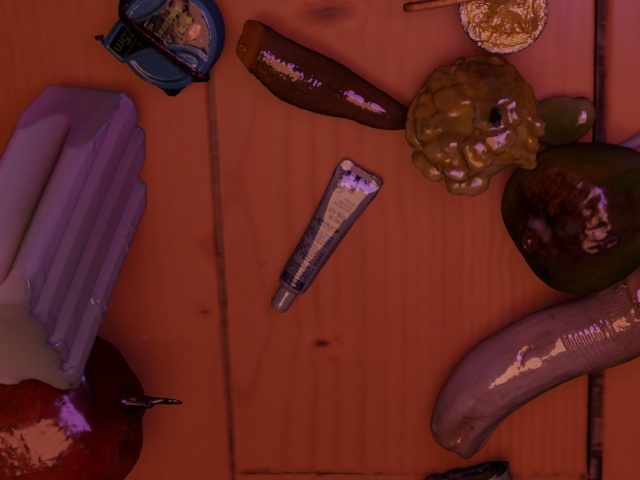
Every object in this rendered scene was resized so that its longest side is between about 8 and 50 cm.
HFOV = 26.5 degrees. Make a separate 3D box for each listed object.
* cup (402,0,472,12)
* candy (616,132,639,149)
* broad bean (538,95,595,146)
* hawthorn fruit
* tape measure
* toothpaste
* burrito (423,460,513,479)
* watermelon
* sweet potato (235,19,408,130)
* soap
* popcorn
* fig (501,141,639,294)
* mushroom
[{"bbox_3d":[0.142,-0.372,1.537,0.264,0.182,0.226,-21,101,19],"label":"cup"},{"bbox_3d":[0.494,-0.181,1.589,0.365,0.124,0.124,-27,101,22],"label":"candy"},{"bbox_3d":[0.293,-0.145,1.642,0.083,0.045,0.063,-14,102,19],"label":"broad bean"},{"bbox_3d":[-0.317,0.237,1.719,0.300,0.254,0.254,-6,105,9],"label":"hawthorn fruit"},{"bbox_3d":[-0.184,-0.252,1.652,0.146,0.081,0.125,39,109,-5],"label":"tape measure"},{"bbox_3d":[0.000,0.000,1.723,0.062,0.037,0.216,31,103,-2],"label":"toothpaste"},{"bbox_3d":[0.215,0.410,1.785,0.144,0.089,0.229,-19,100,15],"label":"burrito"},{"bbox_3d":[0.218,-0.273,1.605,0.105,0.062,0.105,2,100,13],"label":"watermelon"},{"bbox_3d":[0.004,-0.184,1.650,0.244,0.077,0.077,29,107,-11],"label":"sweet potato"},{"bbox_3d":[-0.315,-0.020,1.630,0.115,0.347,0.208,5,143,14],"label":"soap"},{"bbox_3d":[0.185,-0.137,1.592,0.173,0.173,0.142,-13,140,11],"label":"popcorn"},{"bbox_3d":[0.319,-0.036,1.606,0.191,0.181,0.181,-18,103,-8],"label":"fig"},{"bbox_3d":[0.279,0.150,1.693,0.351,0.095,0.122,-35,92,20],"label":"mushroom"}]
